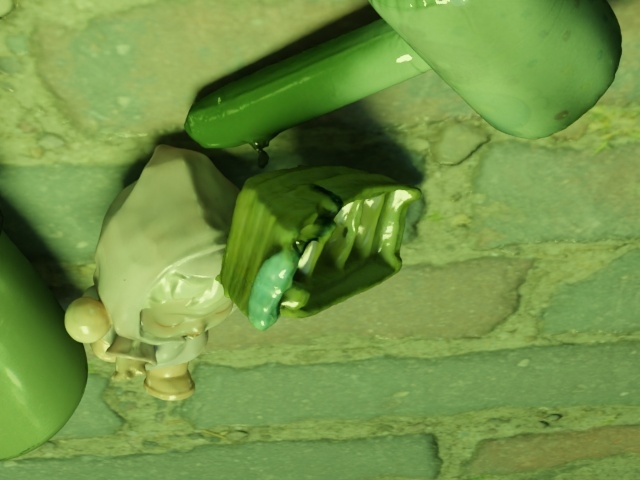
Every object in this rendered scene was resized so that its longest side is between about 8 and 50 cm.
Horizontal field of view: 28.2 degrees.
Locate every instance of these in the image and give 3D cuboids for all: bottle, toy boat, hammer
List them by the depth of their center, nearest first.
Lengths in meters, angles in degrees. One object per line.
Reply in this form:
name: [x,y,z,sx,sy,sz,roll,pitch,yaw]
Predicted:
hammer: [0.031,-0.124,0.907,0.335,0.119,0.206,-19,142,32]
toy boat: [-0.006,-0.002,0.993,0.084,0.276,0.111,23,107,19]
bottle: [-0.323,0.042,1.060,0.168,0.168,0.347,-9,142,7]

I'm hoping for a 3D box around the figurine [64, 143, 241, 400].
figurine: [-0.135,0.038,1.095,0.200,0.133,0.276,-13,152,-29]
